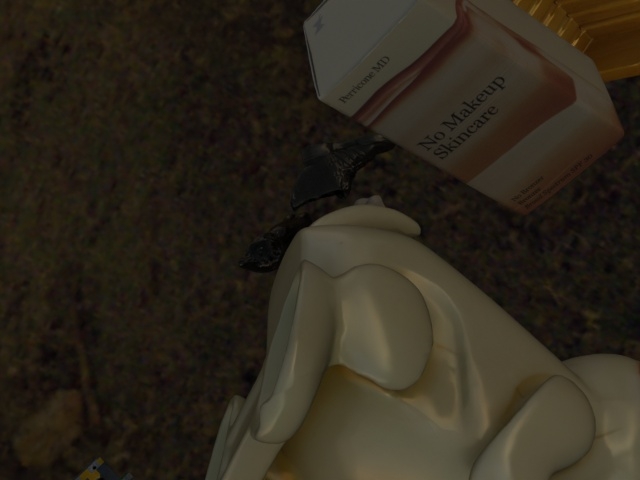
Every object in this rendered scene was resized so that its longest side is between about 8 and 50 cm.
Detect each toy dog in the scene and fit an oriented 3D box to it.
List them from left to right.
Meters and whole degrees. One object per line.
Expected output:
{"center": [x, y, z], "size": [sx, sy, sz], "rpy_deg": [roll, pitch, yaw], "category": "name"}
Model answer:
{"center": [0.131, 0.171, 0.932], "size": [0.395, 0.408, 0.284], "rpy_deg": [-78, 11, -56], "category": "toy dog"}

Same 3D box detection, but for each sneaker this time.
{"center": [0.033, -0.100, 1.592], "size": [0.051, 0.170, 0.089], "rpy_deg": [120, 140, -76], "category": "sneaker"}

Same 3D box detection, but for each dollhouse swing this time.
{"center": [0.375, -0.341, 1.849], "size": [0.315, 0.347, 0.305], "rpy_deg": [-3, 56, 56], "category": "dollhouse swing"}

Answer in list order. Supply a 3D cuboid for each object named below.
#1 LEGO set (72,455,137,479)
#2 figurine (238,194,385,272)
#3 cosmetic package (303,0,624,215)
{"center": [-0.224, 0.387, 1.199], "size": [0.255, 0.192, 0.331], "rpy_deg": [-42, -17, -23], "category": "LEGO set"}
{"center": [0.000, 0.000, 1.706], "size": [0.215, 0.209, 0.092], "rpy_deg": [-13, 95, 22], "category": "figurine"}
{"center": [0.146, -0.162, 1.098], "size": [0.153, 0.296, 0.129], "rpy_deg": [-43, 38, 32], "category": "cosmetic package"}
